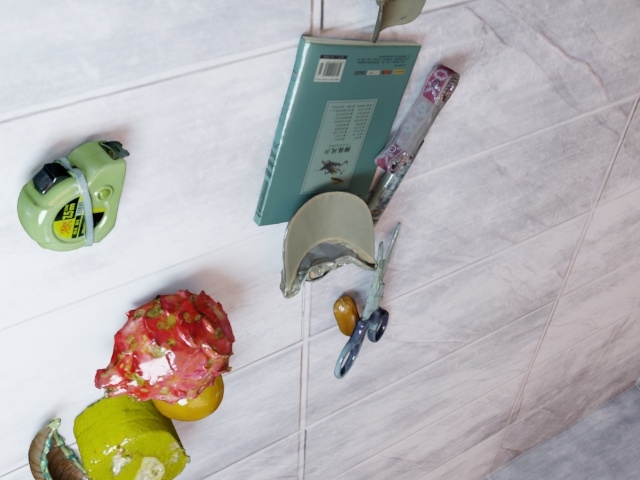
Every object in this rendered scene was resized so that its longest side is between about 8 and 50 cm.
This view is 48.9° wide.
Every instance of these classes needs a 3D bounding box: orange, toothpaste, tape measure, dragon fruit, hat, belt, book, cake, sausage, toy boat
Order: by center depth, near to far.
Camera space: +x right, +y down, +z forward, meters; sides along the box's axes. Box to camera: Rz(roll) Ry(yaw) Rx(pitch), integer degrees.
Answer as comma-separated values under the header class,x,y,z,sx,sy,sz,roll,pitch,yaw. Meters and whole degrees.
class,x,y,z,sx,sy,sz,roll,pitch,yaw
tape measure,-0.375,-0.056,1.060,0.154,0.087,0.177,-21,141,-42
hat,0.111,-0.410,1.156,0.147,0.085,0.175,-35,166,-26
dragon fruit,-0.289,0.208,1.312,0.268,0.210,0.205,-30,98,-15
book,0.028,-0.194,1.314,0.264,0.031,0.379,-8,132,-35
belt,0.192,-0.233,1.377,0.232,0.053,0.071,-57,157,10
toy boat,-0.529,0.448,1.420,0.099,0.108,0.293,-2,130,3
hat,0.000,0.000,1.434,0.214,0.149,0.245,-15,115,-20
orange,-0.274,0.300,1.454,0.154,0.154,0.134,-1,98,-40
toothpaste,0.144,-0.119,1.482,0.062,0.039,0.239,5,125,-38
cake,-0.389,0.435,1.490,0.179,0.156,0.260,-28,143,-6
sausage,0.067,0.189,1.708,0.062,0.054,0.183,-26,144,-8

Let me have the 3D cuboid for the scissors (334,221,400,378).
class,x,y,z,sx,sy,sz,roll,pitch,yaw
scissors,0.130,0.134,1.682,0.256,0.029,0.384,-34,142,-51
